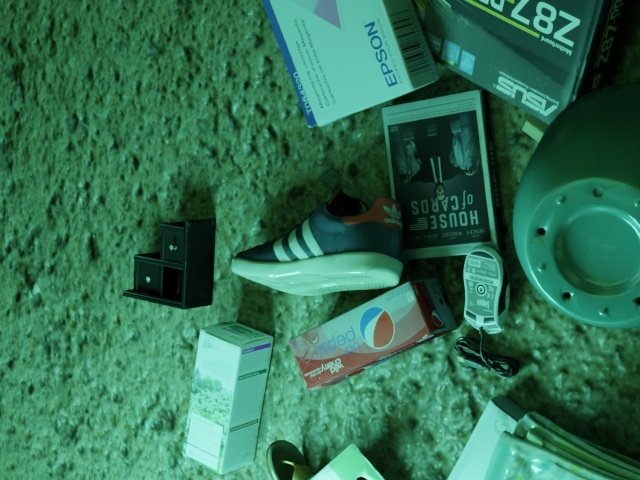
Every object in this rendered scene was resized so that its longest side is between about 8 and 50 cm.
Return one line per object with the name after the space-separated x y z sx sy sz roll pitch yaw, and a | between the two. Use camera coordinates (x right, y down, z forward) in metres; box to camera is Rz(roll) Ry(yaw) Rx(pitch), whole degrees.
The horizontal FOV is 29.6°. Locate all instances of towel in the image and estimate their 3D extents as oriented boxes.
0.350 0.450 1.642 0.321 0.090 0.374 23 111 19 | towel

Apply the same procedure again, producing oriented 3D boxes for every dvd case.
0.182 -0.094 1.808 0.179 0.030 0.238 -6 90 39 | dvd case

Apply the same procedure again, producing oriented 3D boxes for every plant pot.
0.369 -0.024 1.488 0.293 0.235 0.293 10 114 23 | plant pot

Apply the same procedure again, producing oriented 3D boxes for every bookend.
-0.268 0.031 2.142 0.156 0.072 0.157 10 100 37 | bookend

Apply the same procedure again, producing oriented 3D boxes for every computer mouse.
0.247 0.098 1.767 0.106 0.042 0.193 16 112 41 | computer mouse

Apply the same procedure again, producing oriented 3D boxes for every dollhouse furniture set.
0.346 -0.132 1.690 0.114 0.091 0.081 50 166 49 | dollhouse furniture set

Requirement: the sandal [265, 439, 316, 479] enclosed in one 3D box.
-0.028 0.408 1.991 0.049 0.072 0.180 -31 81 48 | sandal

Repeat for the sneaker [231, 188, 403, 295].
0.000 0.000 1.915 0.350 0.131 0.148 -4 71 44 | sneaker

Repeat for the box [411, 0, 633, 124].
0.237 -0.376 1.641 0.395 0.097 0.318 36 137 30 | box

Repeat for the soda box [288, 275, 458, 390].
0.078 0.145 1.878 0.263 0.083 0.092 -29 77 35 | soda box

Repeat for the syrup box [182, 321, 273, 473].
-0.158 0.265 2.064 0.093 0.096 0.236 18 105 33 | syrup box

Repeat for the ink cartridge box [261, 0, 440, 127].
0.000 -0.343 1.809 0.330 0.071 0.324 -15 98 52 | ink cartridge box

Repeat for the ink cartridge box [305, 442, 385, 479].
0.033 0.443 1.916 0.235 0.056 0.171 -44 83 20 | ink cartridge box

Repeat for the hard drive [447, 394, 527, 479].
0.271 0.437 1.779 0.233 0.047 0.353 37 115 29 | hard drive
